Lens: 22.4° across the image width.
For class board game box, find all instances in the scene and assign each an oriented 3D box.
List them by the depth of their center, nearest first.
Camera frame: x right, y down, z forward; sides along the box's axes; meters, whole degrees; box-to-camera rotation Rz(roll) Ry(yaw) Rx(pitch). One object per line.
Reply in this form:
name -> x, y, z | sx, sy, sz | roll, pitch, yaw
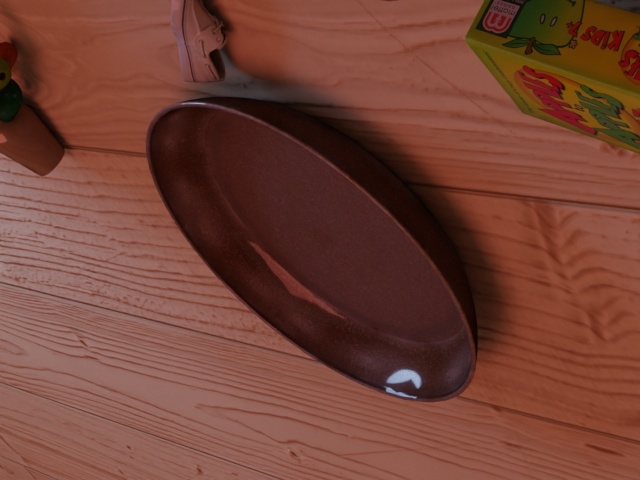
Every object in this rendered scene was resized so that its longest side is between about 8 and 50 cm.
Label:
board game box -> 0.172, -0.075, 0.824 | 0.181, 0.043, 0.092 | 23, 172, 34

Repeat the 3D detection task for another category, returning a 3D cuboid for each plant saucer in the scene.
plant saucer -> 0.000, 0.000, 1.226 | 0.310, 0.050, 0.310 | 32, 153, 18

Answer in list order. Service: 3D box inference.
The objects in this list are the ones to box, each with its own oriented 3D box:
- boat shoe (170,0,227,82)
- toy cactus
boat shoe -> -0.082, -0.146, 1.128 | 0.035, 0.035, 0.100 | 6, 143, 8
toy cactus -> -0.306, -0.118, 1.431 | 0.180, 0.112, 0.219 | 42, 149, -27
